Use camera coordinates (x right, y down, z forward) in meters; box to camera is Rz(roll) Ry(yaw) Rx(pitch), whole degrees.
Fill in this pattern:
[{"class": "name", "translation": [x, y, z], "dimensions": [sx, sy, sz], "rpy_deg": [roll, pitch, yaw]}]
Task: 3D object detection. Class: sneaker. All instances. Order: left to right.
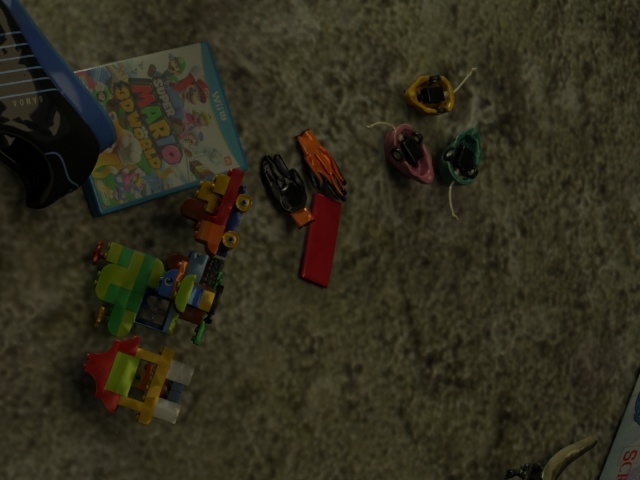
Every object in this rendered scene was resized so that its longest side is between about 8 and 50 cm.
[{"class": "sneaker", "translation": [-0.256, -0.127, 1.282], "dimensions": [0.232, 0.081, 0.090], "rpy_deg": [48, 58, -19]}]

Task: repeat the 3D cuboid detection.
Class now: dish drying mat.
[{"class": "dish drying mat", "translation": [0.000, 0.000, 1.527], "dimensions": [0.032, 0.008, 0.083], "rpy_deg": [25, 65, -34]}]

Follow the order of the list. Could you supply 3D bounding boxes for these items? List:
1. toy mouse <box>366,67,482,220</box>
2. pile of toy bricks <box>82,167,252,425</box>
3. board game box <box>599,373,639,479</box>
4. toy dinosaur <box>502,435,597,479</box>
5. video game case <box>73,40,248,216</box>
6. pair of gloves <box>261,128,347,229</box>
[{"class": "toy mouse", "translation": [0.106, -0.086, 1.625], "dimensions": [0.161, 0.031, 0.143], "rpy_deg": [-14, 89, -42]}, {"class": "pile of toy bricks", "translation": [-0.136, 0.036, 1.351], "dimensions": [0.105, 0.118, 0.212], "rpy_deg": [20, 81, -7]}, {"class": "board game box", "translation": [0.402, 0.339, 1.761], "dimensions": [0.318, 0.066, 0.318], "rpy_deg": [45, 54, -24]}, {"class": "toy dinosaur", "translation": [0.196, 0.275, 1.600], "dimensions": [0.118, 0.064, 0.268], "rpy_deg": [50, 50, -40]}, {"class": "video game case", "translation": [-0.141, -0.096, 1.420], "dimensions": [0.166, 0.015, 0.119], "rpy_deg": [-20, 93, -43]}, {"class": "pair of gloves", "translation": [-0.014, -0.055, 1.521], "dimensions": [0.083, 0.010, 0.074], "rpy_deg": [-35, 93, -39]}]
